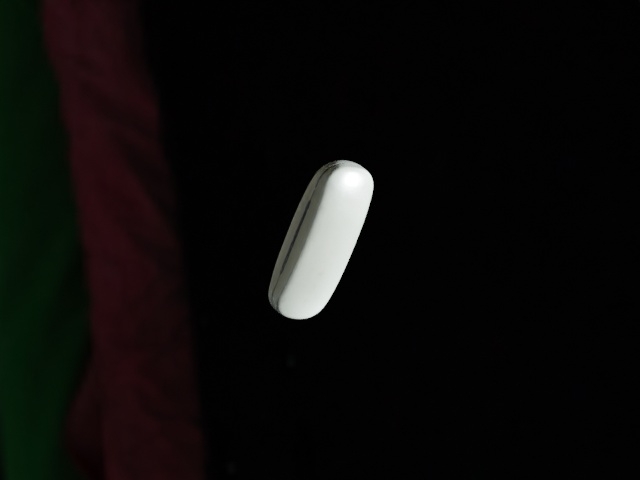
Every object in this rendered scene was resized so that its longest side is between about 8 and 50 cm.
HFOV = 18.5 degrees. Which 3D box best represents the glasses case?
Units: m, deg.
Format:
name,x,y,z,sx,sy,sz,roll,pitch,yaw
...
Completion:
name,x,y,z,sx,sy,sz,roll,pitch,yaw
glasses case,0.000,0.000,0.953,0.021,0.032,0.083,42,-64,47
